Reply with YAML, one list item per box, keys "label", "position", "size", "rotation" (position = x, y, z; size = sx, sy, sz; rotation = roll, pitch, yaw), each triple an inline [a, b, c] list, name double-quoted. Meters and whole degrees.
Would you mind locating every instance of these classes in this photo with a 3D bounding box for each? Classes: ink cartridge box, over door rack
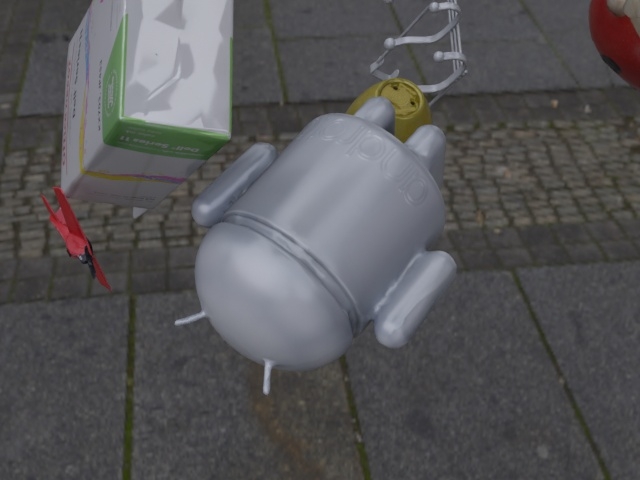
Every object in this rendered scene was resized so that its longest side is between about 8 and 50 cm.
- label: "ink cartridge box"
  position: [-0.212, -0.162, 1.121]
  size: [0.119, 0.353, 0.207]
  rotation: [6, 74, -24]
- label: "over door rack"
  position: [0.146, -0.307, 1.750]
  size: [0.108, 0.324, 0.240]
  rotation: [10, 58, -15]

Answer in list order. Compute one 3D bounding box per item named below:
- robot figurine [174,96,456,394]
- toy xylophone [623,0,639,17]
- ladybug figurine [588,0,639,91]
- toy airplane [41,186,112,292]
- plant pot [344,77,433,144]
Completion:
- label: "robot figurine"
  position: [0.000, 0.000, 1.107]
  size: [0.299, 0.200, 0.353]
  rotation: [30, 65, 24]
- label: "toy xylophone"
  position: [0.325, -0.401, 1.113]
  size: [0.081, 0.323, 0.236]
  rotation: [-1, 58, 17]
- label: "ladybug figurine"
  position: [0.579, -0.342, 1.620]
  size: [0.449, 0.162, 0.305]
  rotation: [6, 65, -42]
- label: "toy airplane"
  position: [-0.284, -0.008, 1.132]
  size: [0.028, 0.151, 0.151]
  rotation: [-28, 44, -14]
- label: "plant pot"
  position: [0.102, -0.171, 1.388]
  size: [0.134, 0.095, 0.134]
  rotation: [4, 62, -8]
